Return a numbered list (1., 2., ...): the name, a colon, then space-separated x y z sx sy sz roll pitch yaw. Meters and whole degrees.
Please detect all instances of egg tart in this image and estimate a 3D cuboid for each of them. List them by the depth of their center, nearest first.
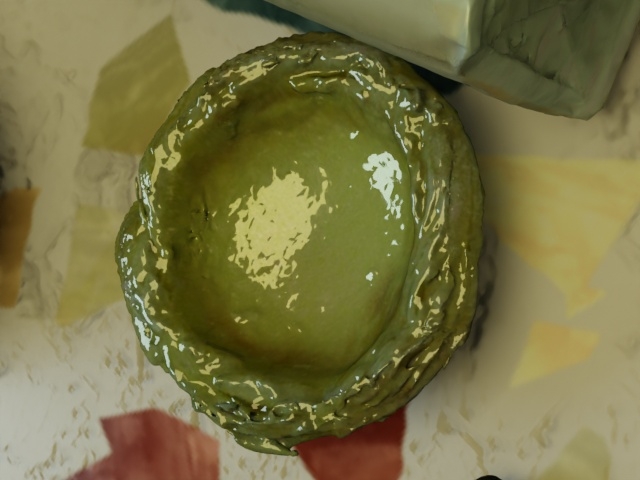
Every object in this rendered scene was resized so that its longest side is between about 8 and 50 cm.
1. egg tart: 0.000 0.000 0.822 0.197 0.078 0.197 -2 86 27

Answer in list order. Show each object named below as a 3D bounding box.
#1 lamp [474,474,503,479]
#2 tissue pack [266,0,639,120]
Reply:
1. lamp: 0.004 0.301 0.692 0.205 0.272 0.374 30 102 26
2. tissue pack: -0.011 -0.280 0.769 0.405 0.205 0.332 27 100 29
